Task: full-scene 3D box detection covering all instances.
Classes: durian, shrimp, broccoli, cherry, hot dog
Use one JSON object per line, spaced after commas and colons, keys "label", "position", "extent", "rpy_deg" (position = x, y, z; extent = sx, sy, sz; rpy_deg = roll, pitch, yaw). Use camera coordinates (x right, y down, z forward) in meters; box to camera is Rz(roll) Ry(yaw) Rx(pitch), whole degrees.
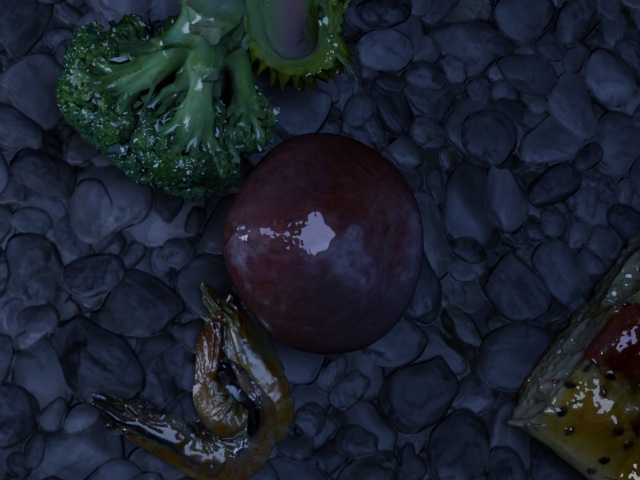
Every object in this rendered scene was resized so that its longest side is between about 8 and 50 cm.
{"label": "durian", "position": [-0.019, -0.343, 1.804], "extent": [0.158, 0.169, 0.355], "rpy_deg": [8, 76, -18]}
{"label": "shrimp", "position": [-0.105, 0.151, 1.746], "extent": [0.115, 0.051, 0.217], "rpy_deg": [-20, 88, -18]}
{"label": "broccoli", "position": [-0.166, -0.176, 1.677], "extent": [0.270, 0.270, 0.270], "rpy_deg": [15, 47, -17]}
{"label": "cherry", "position": [0.000, 0.000, 1.700], "extent": [0.221, 0.307, 0.261], "rpy_deg": [-6, 80, 27]}
{"label": "hot dog", "position": [0.483, 0.208, 1.847], "extent": [0.365, 0.196, 0.367], "rpy_deg": [43, 73, -9]}
{"label": "shrimp", "position": [-0.153, 0.198, 1.693], "extent": [0.219, 0.046, 0.152], "rpy_deg": [24, 108, -7]}
